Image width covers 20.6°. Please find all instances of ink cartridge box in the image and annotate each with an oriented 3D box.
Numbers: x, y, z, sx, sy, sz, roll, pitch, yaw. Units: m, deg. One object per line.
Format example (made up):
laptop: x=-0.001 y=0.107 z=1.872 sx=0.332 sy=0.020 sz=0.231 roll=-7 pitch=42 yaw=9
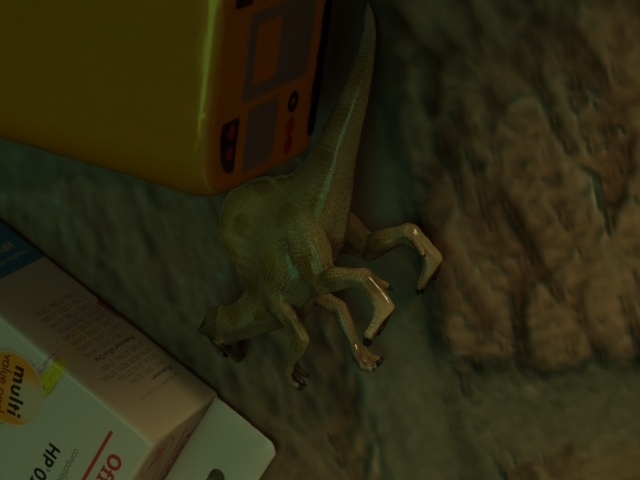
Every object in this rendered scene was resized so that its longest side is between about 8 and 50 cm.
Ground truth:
ink cartridge box: x=-0.123 y=0.087 z=0.828 sx=0.181 sy=0.061 sz=0.104 roll=37 pitch=120 yaw=11

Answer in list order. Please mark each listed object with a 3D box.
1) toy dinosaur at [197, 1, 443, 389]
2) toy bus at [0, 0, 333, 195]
toy dinosaur: x=0.000 y=0.000 z=0.741 sx=0.092 sy=0.053 sz=0.183 roll=36 pitch=119 yaw=14
toy bus: x=-0.156 y=-0.117 z=0.725 sx=0.332 sy=0.130 sz=0.108 roll=17 pitch=114 yaw=21
